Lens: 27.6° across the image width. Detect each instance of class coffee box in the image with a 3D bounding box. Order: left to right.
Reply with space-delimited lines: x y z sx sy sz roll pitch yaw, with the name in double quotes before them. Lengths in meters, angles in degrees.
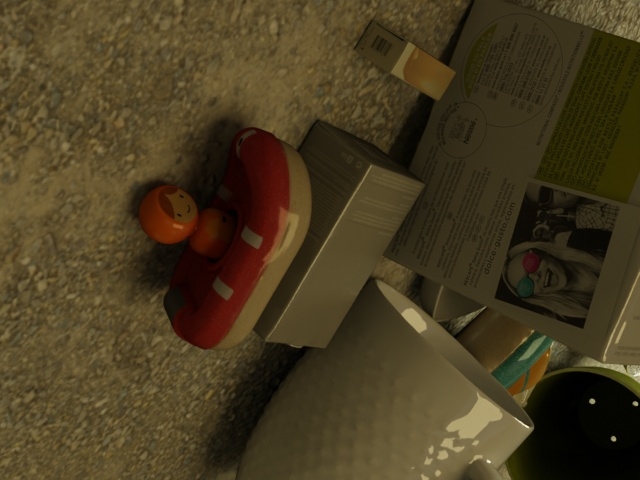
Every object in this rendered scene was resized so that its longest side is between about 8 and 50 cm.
"coffee box" 0.336 -0.065 1.576 0.337 0.334 0.338 10 103 -52

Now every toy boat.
"toy boat" -0.113 -0.012 1.329 0.151 0.151 0.231 23 104 -27
"toy boat" 0.300 0.140 1.901 0.318 0.148 0.267 -41 174 -33

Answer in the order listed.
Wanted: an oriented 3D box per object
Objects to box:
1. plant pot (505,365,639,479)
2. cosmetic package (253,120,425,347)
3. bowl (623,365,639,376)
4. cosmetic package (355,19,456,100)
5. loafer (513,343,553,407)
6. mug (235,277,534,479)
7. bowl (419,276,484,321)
"plant pot" 0.494 0.336 2.298 0.275 0.274 0.293 -62 161 16
"cosmetic package" 0.000 0.000 1.488 0.238 0.107 0.127 -56 147 11
"bowl" 0.581 0.157 2.365 0.170 0.080 0.170 -32 142 -29
"cosmetic package" 0.096 -0.199 1.450 0.041 0.060 0.115 -58 148 9
"loafer" 0.279 0.243 2.060 0.268 0.102 0.092 -43 140 -14
"mug" 0.084 0.287 1.618 0.328 0.374 0.276 -48 143 6
"bowl" 0.197 0.036 1.804 0.142 0.053 0.142 -13 131 -45
